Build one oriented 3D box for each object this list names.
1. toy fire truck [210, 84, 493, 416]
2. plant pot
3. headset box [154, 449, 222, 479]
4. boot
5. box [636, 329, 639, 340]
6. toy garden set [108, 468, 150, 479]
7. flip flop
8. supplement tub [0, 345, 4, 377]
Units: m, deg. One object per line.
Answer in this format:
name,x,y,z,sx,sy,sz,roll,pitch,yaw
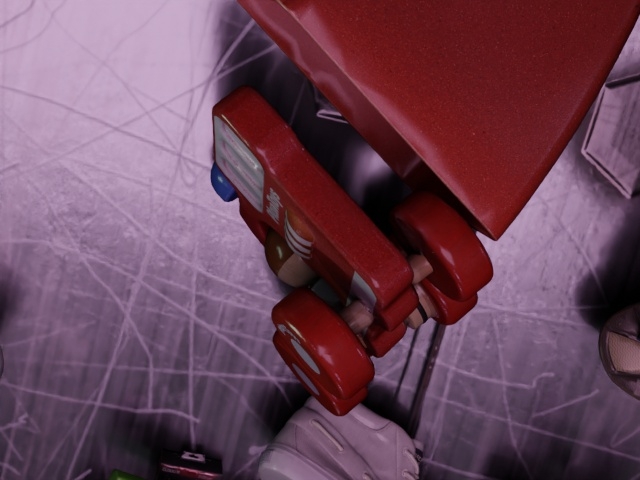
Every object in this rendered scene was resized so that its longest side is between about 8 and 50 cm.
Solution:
toy fire truck,0.000,0.000,1.628,0.169,0.302,0.254,-39,82,-9
plant pot,0.110,-0.193,1.577,0.236,0.267,0.267,-43,107,-1
headset box,-0.132,0.244,1.826,0.062,0.032,0.083,11,108,-8
boot,0.073,0.243,1.777,0.258,0.095,0.123,39,65,-5
box,0.408,0.017,1.723,0.159,0.044,0.233,25,82,-11
toy garden set,-0.166,0.338,1.826,0.204,0.049,0.244,22,112,-25
flip flop,0.392,0.093,1.783,0.277,0.080,0.112,-12,90,-15
supplement tub,-0.444,0.181,1.699,0.193,0.193,0.316,32,105,-14
